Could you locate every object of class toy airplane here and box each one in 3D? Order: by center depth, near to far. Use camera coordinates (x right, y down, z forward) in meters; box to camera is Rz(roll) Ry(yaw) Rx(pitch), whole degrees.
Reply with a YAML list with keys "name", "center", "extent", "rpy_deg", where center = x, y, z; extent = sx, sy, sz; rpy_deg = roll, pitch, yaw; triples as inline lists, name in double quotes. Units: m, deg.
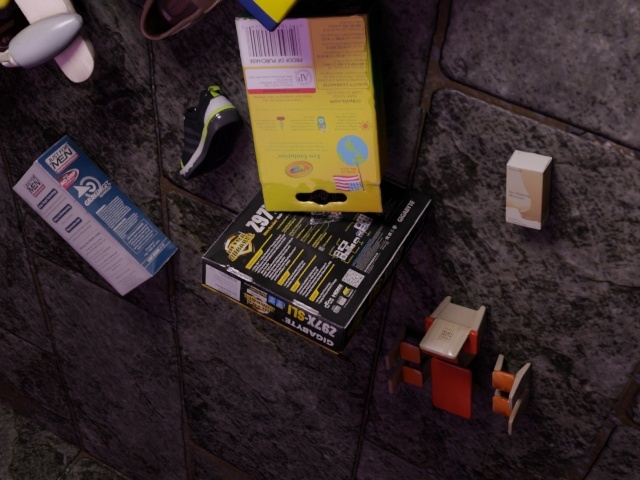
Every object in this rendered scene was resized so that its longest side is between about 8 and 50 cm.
- name: "toy airplane"
  center: [-0.520, -0.464, 1.413]
  extent: [0.386, 0.272, 0.384]
  rpy_deg: [30, 139, 3]

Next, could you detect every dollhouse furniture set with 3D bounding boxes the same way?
- name: "dollhouse furniture set"
  center: [0.245, 0.242, 1.661]
  extent: [0.262, 0.135, 0.259]
  rpy_deg: [16, 137, 25]

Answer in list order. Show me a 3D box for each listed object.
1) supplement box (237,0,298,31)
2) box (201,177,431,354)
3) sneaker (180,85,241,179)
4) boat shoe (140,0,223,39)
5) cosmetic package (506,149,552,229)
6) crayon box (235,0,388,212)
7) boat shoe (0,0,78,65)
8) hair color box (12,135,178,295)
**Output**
- name: "supplement box"
  center: [-0.003, -0.463, 1.085]
  extent: [0.195, 0.194, 0.356]
  rpy_deg: [43, 142, -6]
- name: "box"
  center: [0.000, 0.000, 1.455]
  extent: [0.257, 0.322, 0.079]
  rpy_deg: [24, 141, 16]
- name: "sneaker"
  center: [-0.212, -0.201, 1.635]
  extent: [0.097, 0.084, 0.234]
  rpy_deg: [58, 143, 12]
- name: "boat shoe"
  center: [-0.188, -0.404, 1.369]
  extent: [0.109, 0.098, 0.302]
  rpy_deg: [47, 141, -12]
- name: "cosmetic package"
  center: [0.317, -0.077, 1.355]
  extent: [0.060, 0.041, 0.115]
  rpy_deg: [15, 137, 27]
- name: "crayon box"
  center: [-0.006, -0.199, 1.363]
  extent: [0.202, 0.081, 0.318]
  rpy_deg: [2, 119, 14]
- name: "boat shoe"
  center: [-0.538, -0.394, 1.684]
  extent: [0.257, 0.095, 0.095]
  rpy_deg: [-10, 162, 33]
- name: "hair color box"
  center: [-0.499, -0.049, 1.973]
  extent: [0.347, 0.105, 0.174]
  rpy_deg: [47, 141, -12]
